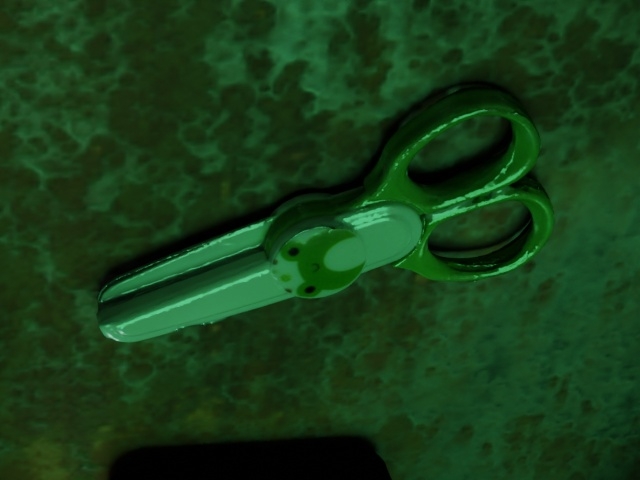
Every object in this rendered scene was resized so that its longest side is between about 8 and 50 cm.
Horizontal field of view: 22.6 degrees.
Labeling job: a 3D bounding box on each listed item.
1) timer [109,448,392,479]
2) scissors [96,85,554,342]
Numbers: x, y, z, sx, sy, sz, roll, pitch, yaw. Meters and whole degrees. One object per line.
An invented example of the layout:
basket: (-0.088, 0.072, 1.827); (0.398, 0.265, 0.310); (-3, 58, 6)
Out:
timer: (-0.042, 0.186, 0.829); (0.144, 0.055, 0.187); (-2, 132, -15)
scissors: (0.000, 0.000, 0.694); (0.204, 0.027, 0.101); (-19, 132, -1)
